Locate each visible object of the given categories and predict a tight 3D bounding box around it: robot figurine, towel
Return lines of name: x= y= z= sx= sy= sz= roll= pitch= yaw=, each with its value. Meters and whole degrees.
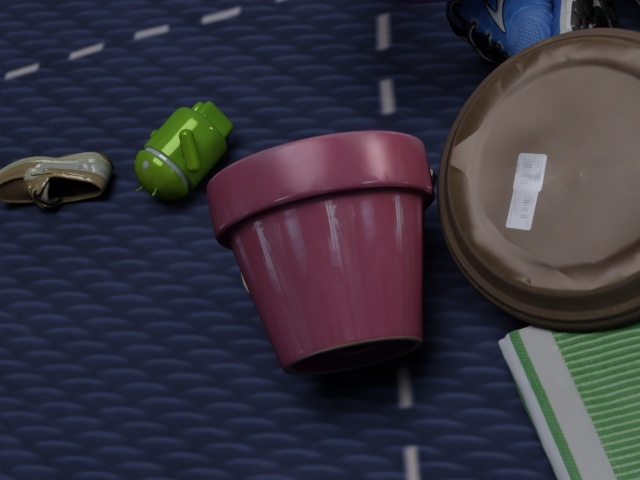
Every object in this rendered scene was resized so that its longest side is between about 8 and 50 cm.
robot figurine: x=-0.141 y=-0.088 z=1.983 sx=0.115 sy=0.067 sz=0.101 roll=-49 pitch=23 yaw=-15
towel: x=0.334 y=0.112 z=1.622 sx=0.325 sy=0.038 sz=0.248 roll=-24 pitch=49 yaw=5

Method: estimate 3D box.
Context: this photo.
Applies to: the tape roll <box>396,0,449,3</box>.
tape roll: x=0.099 y=-0.367 z=1.852 sx=0.275 sy=0.090 sz=0.274 roll=-3 pitch=73 yaw=11

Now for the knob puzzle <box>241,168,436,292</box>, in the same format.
knob puzzle: x=0.000 y=0.000 z=1.872 sx=0.213 sy=0.030 sz=0.213 roll=-13 pitch=51 yaw=16

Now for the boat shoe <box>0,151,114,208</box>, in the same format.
boat shoe: x=-0.283 y=-0.059 z=2.041 sx=0.135 sy=0.050 sz=0.045 roll=-12 pitch=45 yaw=17

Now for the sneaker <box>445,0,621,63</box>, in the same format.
sneaker: x=0.207 y=-0.198 z=1.883 sx=0.147 sy=0.130 sz=0.330 roll=-26 pitch=43 yaw=24

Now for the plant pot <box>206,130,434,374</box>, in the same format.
plant pot: x=0.011 y=0.018 z=1.742 sx=0.201 sy=0.201 sz=0.180 roll=-15 pitch=76 yaw=15

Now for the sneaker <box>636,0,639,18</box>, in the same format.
sneaker: x=0.305 y=-0.275 z=1.841 sx=0.146 sy=0.134 sz=0.343 roll=14 pitch=44 yaw=-16

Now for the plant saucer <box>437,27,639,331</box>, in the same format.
plant saucer: x=0.227 y=-0.059 z=1.692 sx=0.278 sy=0.041 sz=0.277 roll=-7 pitch=71 yaw=22
